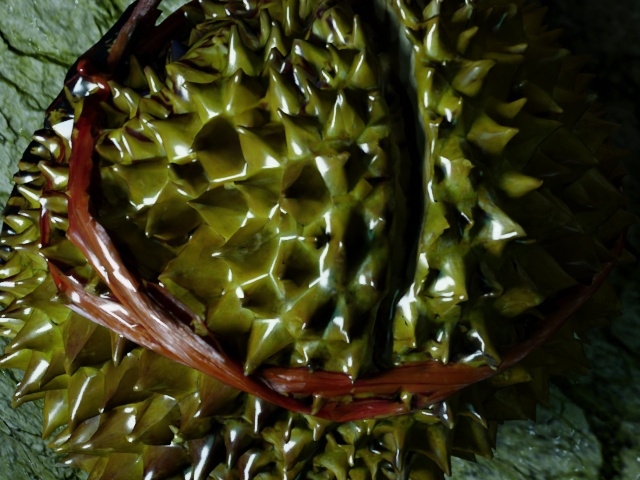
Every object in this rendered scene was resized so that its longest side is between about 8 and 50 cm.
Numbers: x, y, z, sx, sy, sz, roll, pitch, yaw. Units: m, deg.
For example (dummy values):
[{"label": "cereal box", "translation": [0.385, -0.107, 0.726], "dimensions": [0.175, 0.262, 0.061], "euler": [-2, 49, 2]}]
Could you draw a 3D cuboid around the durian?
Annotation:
[{"label": "durian", "translation": [-0.003, 0.002, 0.639], "dimensions": [0.348, 0.347, 0.384], "euler": [55, 140, 0]}]
